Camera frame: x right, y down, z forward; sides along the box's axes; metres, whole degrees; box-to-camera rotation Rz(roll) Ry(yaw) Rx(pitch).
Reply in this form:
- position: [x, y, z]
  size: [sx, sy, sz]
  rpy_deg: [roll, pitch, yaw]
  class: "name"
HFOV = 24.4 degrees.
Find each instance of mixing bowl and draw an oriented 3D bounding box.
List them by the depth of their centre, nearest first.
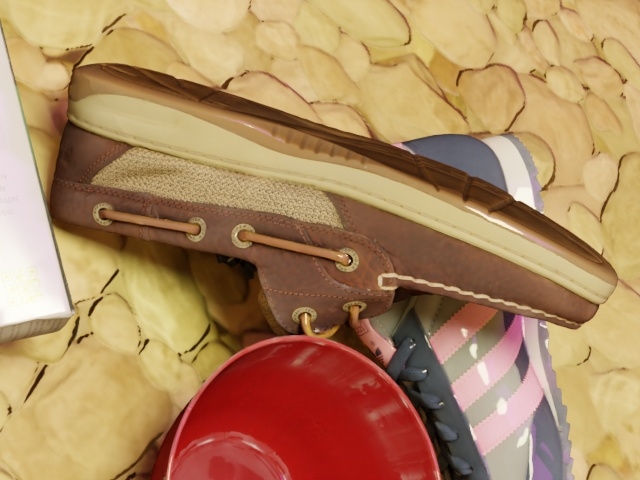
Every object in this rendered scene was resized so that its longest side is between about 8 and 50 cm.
- position: [-0.029, 0.153, 0.842]
  size: [0.181, 0.098, 0.181]
  rpy_deg: [11, 70, -31]
  class: "mixing bowl"

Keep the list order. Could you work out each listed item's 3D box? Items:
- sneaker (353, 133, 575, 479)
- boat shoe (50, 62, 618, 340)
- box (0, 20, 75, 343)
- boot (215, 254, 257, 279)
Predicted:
- position: [0.080, 0.087, 0.956]
  size: [0.131, 0.112, 0.319]
  rpy_deg: [-1, 75, -20]
  class: "sneaker"
- position: [0.000, 0.000, 0.878]
  size: [0.342, 0.123, 0.123]
  rpy_deg: [19, 12, 3]
  class: "boat shoe"
- position: [-0.280, -0.085, 0.769]
  size: [0.232, 0.058, 0.322]
  rpy_deg: [-11, 82, -23]
  class: "box"
- position: [-0.030, -0.025, 0.981]
  size: [0.099, 0.045, 0.121]
  rpy_deg: [30, 51, -11]
  class: "boot"
